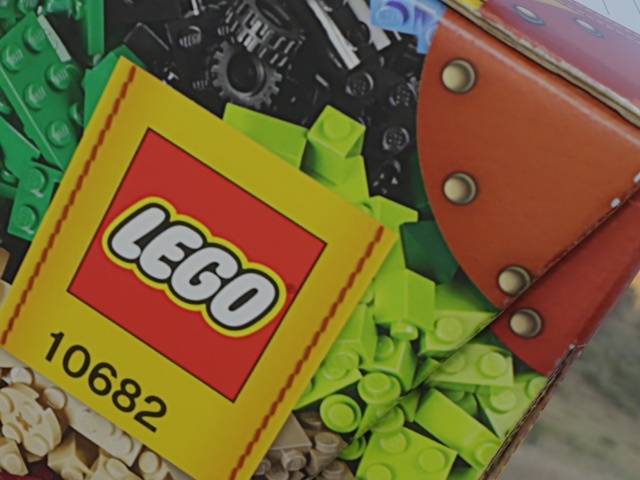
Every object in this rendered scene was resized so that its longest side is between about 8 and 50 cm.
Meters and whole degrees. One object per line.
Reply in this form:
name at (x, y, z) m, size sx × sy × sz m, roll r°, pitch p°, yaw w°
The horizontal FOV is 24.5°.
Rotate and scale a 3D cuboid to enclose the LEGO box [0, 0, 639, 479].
LEGO box at (0.000, 0.000, 0.624) m, size 0.193 × 0.372 × 0.500 m, roll 33°, pitch 24°, yaw 6°
